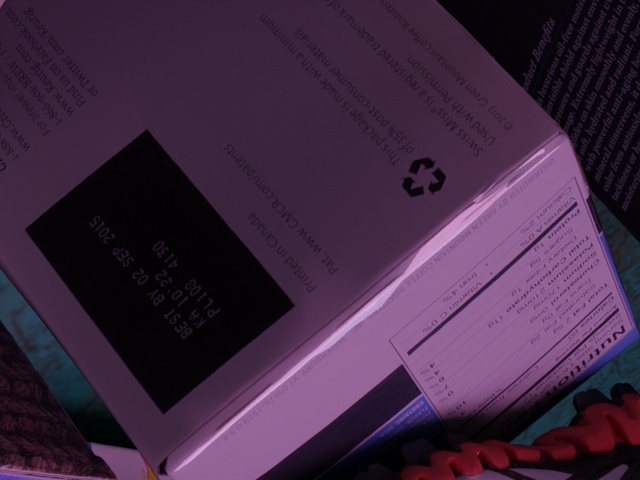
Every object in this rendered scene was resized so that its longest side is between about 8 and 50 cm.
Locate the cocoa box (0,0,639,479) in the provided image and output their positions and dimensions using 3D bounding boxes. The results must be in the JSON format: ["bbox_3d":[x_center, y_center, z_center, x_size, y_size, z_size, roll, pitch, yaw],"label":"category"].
[{"bbox_3d":[-0.045,-0.038,0.961,0.231,0.347,0.228,-39,150,-3],"label":"cocoa box"}]

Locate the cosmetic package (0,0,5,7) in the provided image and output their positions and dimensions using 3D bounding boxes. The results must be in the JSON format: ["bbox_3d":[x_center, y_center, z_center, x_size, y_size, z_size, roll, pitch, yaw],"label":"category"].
[{"bbox_3d":[-0.333,-0.034,0.847,0.365,0.155,0.197,-53,149,18],"label":"cosmetic package"}]

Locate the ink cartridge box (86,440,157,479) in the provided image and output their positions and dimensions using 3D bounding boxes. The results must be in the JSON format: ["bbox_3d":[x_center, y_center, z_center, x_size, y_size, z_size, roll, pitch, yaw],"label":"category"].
[{"bbox_3d":[-0.150,0.217,1.369,0.078,0.134,0.231,-7,166,32],"label":"ink cartridge box"}]

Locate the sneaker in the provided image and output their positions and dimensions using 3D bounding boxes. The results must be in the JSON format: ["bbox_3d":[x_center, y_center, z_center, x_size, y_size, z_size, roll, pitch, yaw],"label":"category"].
[{"bbox_3d":[0.099,0.156,0.899,0.276,0.135,0.097,-11,142,-41],"label":"sneaker"}]

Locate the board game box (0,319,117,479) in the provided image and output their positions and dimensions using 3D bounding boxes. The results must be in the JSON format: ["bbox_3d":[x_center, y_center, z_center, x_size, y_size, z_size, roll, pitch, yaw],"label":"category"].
[{"bbox_3d":[-0.294,0.144,1.039,0.291,0.232,0.141,-50,147,15],"label":"board game box"}]

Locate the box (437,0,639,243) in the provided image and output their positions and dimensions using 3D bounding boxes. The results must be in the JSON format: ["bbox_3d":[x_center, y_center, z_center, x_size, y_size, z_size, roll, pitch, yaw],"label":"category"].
[{"bbox_3d":[0.257,-0.165,1.174,0.296,0.294,0.183,-18,145,-32],"label":"box"}]
